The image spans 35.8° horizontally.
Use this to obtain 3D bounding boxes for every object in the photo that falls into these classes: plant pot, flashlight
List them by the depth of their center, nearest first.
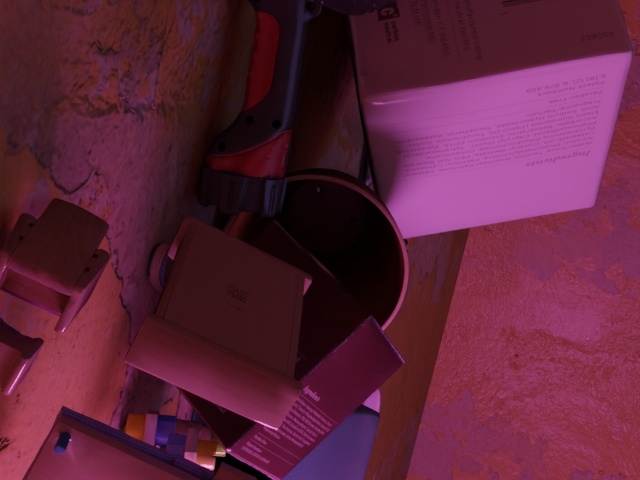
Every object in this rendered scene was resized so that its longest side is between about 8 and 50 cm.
[{"bbox_3d":[-0.070,-0.183,1.110,0.103,0.103,0.304,-4,106,-45],"label":"flashlight"},{"bbox_3d":[0.000,0.000,1.330,0.254,0.237,0.237,-73,174,-73],"label":"plant pot"},{"bbox_3d":[-0.038,0.274,1.353,0.234,0.165,0.166,8,99,-48],"label":"plant pot"}]

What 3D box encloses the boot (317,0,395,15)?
[{"bbox_3d":[-0.044,-0.376,0.975,0.338,0.118,0.223,18,60,-52],"label":"boot"}]

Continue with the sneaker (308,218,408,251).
[{"bbox_3d":[0.004,0.052,1.579,0.146,0.134,0.344,57,47,-24],"label":"sneaker"}]

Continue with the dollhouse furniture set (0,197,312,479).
[{"bbox_3d":[-0.182,0.145,0.906,0.303,0.286,0.198,-59,-170,22],"label":"dollhouse furniture set"}]

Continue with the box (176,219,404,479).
[{"bbox_3d":[-0.048,0.125,1.094,0.203,0.168,0.167,-42,150,-4],"label":"box"}]

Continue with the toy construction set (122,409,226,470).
[{"bbox_3d":[-0.185,0.334,1.095,0.215,0.151,0.328,-122,-127,-81],"label":"toy construction set"}]

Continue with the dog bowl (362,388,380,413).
[{"bbox_3d":[0.028,0.400,1.964,0.265,0.104,0.265,16,90,-74],"label":"dog bowl"}]

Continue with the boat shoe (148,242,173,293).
[{"bbox_3d":[-0.139,0.059,1.141,0.183,0.066,0.066,54,53,-70],"label":"boat shoe"}]

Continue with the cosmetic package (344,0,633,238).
[{"bbox_3d":[0.207,-0.244,1.367,0.394,0.327,0.330,72,8,-63],"label":"cosmetic package"}]

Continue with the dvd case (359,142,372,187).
[{"bbox_3d":[0.117,-0.218,1.836,0.164,0.018,0.221,-47,149,-59],"label":"dvd case"}]
